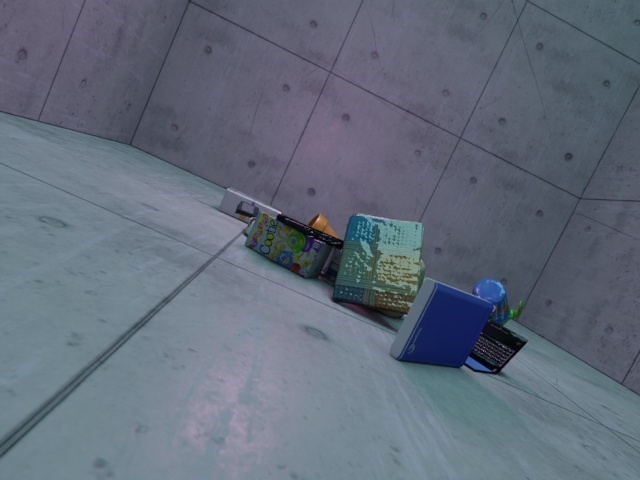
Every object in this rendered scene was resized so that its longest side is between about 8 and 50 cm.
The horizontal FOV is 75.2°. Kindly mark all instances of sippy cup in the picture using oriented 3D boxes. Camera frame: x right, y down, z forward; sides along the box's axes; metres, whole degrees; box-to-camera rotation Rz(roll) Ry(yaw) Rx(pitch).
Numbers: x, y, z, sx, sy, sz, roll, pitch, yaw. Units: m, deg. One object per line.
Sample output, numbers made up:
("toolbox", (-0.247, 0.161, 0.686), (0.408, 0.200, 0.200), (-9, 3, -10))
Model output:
("sippy cup", (0.942, 0.340, 2.329), (0.240, 0.306, 0.224), (-106, 176, -45))

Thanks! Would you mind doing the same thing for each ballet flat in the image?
("ballet flat", (-0.289, -0.059, 1.841), (0.086, 0.086, 0.248), (23, 6, -17))

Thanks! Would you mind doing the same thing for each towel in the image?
("towel", (0.202, 0.068, 1.403), (0.272, 0.370, 0.040), (10, -37, 7))

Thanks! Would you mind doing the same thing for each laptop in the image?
("laptop", (0.515, 0.326, 1.408), (0.234, 0.264, 0.136), (32, -28, 49))

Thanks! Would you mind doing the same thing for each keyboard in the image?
("keyboard", (-0.001, -0.020, 1.500), (0.317, 0.033, 0.201), (21, 8, -28))

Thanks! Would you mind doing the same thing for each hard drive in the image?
("hard drive", (0.333, 0.230, 1.104), (0.319, 0.210, 0.040), (21, 7, -42))

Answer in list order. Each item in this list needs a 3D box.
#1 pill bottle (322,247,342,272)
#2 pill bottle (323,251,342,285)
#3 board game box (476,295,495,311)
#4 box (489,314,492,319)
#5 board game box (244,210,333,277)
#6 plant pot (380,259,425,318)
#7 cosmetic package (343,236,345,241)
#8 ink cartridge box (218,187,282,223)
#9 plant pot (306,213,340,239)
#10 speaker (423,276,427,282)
("pill bottle", (0.127, 0.100, 1.737), (0.283, 0.161, 0.161), (23, 6, -29))
("pill bottle", (0.065, 0.108, 1.587), (0.067, 0.120, 0.067), (25, 5, -2))
("board game box", (0.822, 0.317, 2.083), (0.103, 0.026, 0.154), (30, 7, 21))
("box", (0.723, 0.360, 2.081), (0.191, 0.143, 0.381), (27, 7, 15))
("board game box", (-0.116, 0.015, 1.552), (0.275, 0.142, 0.144), (27, 5, 19))
("plant pot", (0.271, 0.115, 1.535), (0.284, 0.191, 0.284), (35, 24, -18))
("cosmetic package", (0.284, 0.112, 2.098), (0.385, 0.156, 0.217), (25, 27, -10))
("ink cartridge box", (-0.371, -0.163, 2.250), (0.306, 0.131, 0.226), (23, 6, -5))
("plant pot", (0.000, 0.000, 2.110), (0.188, 0.205, 0.205), (40, 2, -10))
("speaker", (0.562, 0.272, 2.258), (0.131, 0.131, 0.296), (23, 5, -22))
